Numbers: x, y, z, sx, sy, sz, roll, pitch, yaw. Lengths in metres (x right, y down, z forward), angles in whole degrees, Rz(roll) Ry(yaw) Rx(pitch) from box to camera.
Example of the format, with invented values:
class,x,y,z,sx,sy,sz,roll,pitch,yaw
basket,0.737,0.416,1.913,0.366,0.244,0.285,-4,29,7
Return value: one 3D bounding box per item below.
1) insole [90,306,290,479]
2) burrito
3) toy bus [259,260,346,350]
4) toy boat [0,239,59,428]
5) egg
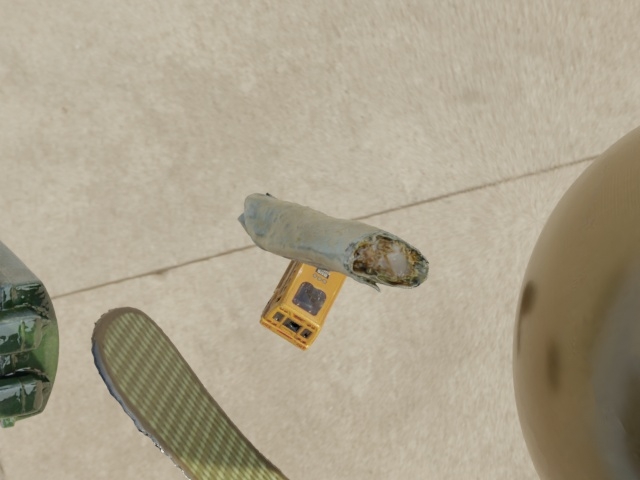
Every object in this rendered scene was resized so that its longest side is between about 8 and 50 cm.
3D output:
class,x,y,z,sx,sy,sz,roll,pitch,yaw
insole,-0.023,0.132,0.465,0.005,0.086,0.253,-35,103,21
burrito,0.000,0.000,0.992,0.226,0.087,0.060,20,89,43
toy bus,-0.004,0.048,1.320,0.083,0.088,0.194,31,53,-5
toy boat,-0.345,0.055,0.933,0.319,0.092,0.141,30,121,48
egg,0.283,0.069,0.657,0.301,0.301,0.374,-5,53,13
